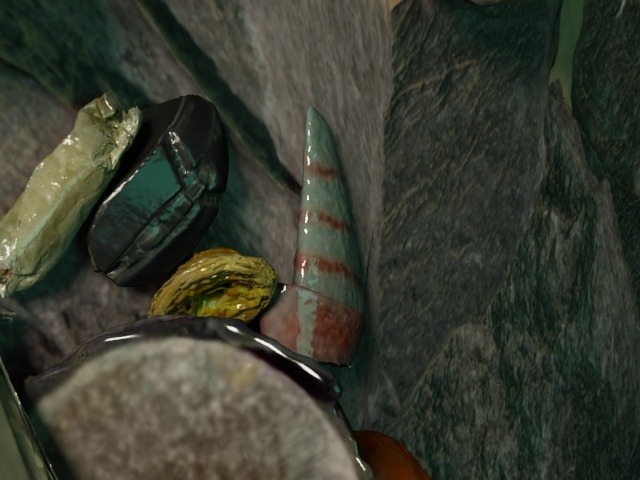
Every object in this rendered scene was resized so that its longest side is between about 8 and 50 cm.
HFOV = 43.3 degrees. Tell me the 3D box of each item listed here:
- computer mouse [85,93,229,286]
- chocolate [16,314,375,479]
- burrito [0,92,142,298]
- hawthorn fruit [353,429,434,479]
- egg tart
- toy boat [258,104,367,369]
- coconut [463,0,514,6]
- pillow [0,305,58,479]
[{"bbox_3d":[-0.132,-0.046,0.714,0.106,0.062,0.192,51,57,-46],"label":"computer mouse"},{"bbox_3d":[-0.092,0.209,0.676,0.213,0.303,0.303,31,70,-82],"label":"chocolate"},{"bbox_3d":[-0.204,-0.039,0.639,0.058,0.045,0.188,40,69,-31],"label":"burrito"},{"bbox_3d":[0.022,0.293,0.896,0.207,0.243,0.207,-2,102,-7],"label":"hawthorn fruit"},{"bbox_3d":[-0.104,0.045,0.756,0.129,0.049,0.129,-17,147,-12],"label":"egg tart"},{"bbox_3d":[0.000,0.000,0.892,0.206,0.096,0.282,16,72,-58],"label":"toy boat"},{"bbox_3d":[0.212,-0.389,0.942,0.239,0.239,0.244,34,66,-49],"label":"coconut"},{"bbox_3d":[-0.238,0.126,0.508,0.059,0.255,0.169,-38,154,10],"label":"pillow"}]
